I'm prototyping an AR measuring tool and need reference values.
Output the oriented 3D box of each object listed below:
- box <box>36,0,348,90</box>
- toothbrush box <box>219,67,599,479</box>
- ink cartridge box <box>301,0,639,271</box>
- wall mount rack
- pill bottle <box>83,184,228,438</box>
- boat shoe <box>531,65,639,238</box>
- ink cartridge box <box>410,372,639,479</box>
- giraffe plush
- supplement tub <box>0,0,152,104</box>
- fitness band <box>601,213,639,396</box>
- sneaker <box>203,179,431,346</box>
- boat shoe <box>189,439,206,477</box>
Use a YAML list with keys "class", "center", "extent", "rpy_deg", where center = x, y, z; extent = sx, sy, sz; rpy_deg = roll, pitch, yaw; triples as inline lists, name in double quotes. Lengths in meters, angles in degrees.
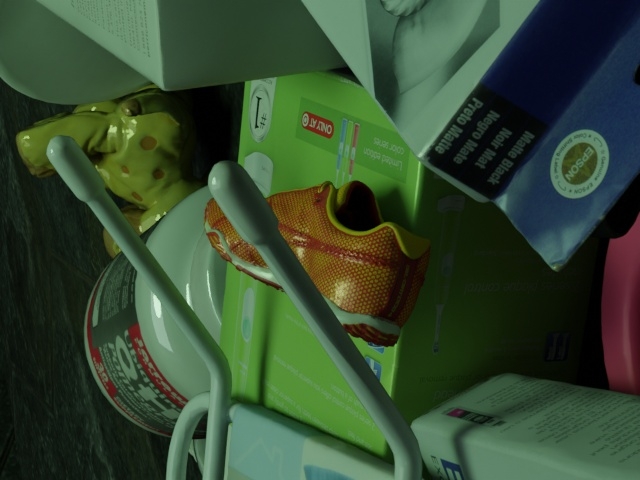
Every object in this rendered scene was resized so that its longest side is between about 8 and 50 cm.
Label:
- class: "box"
  center: [-0.052, -0.218, 0.930]
  extent: [0.345, 0.215, 0.168]
  rpy_deg: [-144, 47, -60]
- class: "toothbrush box"
  center: [0.038, 0.048, 0.873]
  extent: [0.206, 0.122, 0.283]
  rpy_deg: [27, 113, 59]
- class: "ink cartridge box"
  center: [0.098, -0.138, 0.669]
  extent: [0.223, 0.045, 0.224]
  rpy_deg: [-54, 42, 19]
- class: "wall mount rack"
  center: [-0.046, 0.107, 0.768]
  extent: [0.350, 0.130, 0.304]
  rpy_deg: [12, 101, 59]
- class: "pill bottle"
  center: [-0.060, 0.050, 1.142]
  extent: [0.318, 0.176, 0.176]
  rpy_deg: [151, 107, -69]
- class: "boat shoe"
  center: [0.135, -0.062, 0.676]
  extent: [0.042, 0.049, 0.133]
  rpy_deg: [14, 78, 44]
- class: "ink cartridge box"
  center: [0.185, 0.222, 0.639]
  extent: [0.324, 0.071, 0.330]
  rpy_deg: [67, 162, -8]
- class: "giraffe plush"
  center: [-0.147, -0.049, 1.394]
  extent: [0.210, 0.181, 0.170]
  rpy_deg: [-11, 103, 35]
- class: "supplement tub"
  center: [-0.232, -0.292, 1.343]
  extent: [0.228, 0.228, 0.316]
  rpy_deg: [103, 149, -47]
- class: "fitness band"
  center: [0.206, 0.052, 0.623]
  extent: [0.291, 0.054, 0.209]
  rpy_deg: [180, 80, -68]
- class: "sneaker"
  center: [0.000, 0.000, 0.773]
  extent: [0.175, 0.064, 0.067]
  rpy_deg: [24, 90, 54]
- class: "boat shoe"
  center: [-0.079, 0.165, 1.372]
  extent: [0.267, 0.096, 0.088]
  rpy_deg: [-124, 26, -48]
